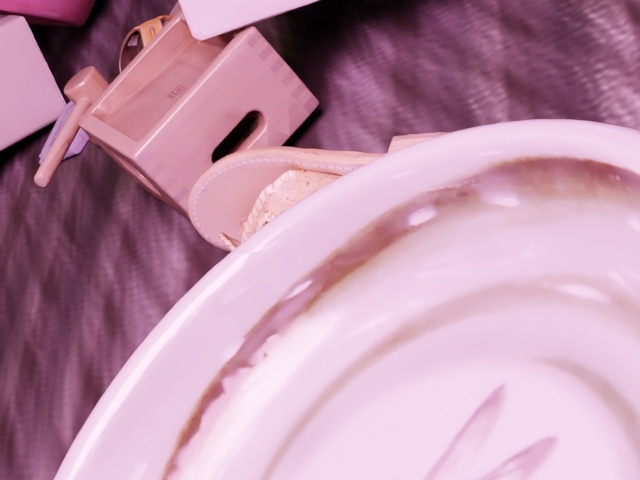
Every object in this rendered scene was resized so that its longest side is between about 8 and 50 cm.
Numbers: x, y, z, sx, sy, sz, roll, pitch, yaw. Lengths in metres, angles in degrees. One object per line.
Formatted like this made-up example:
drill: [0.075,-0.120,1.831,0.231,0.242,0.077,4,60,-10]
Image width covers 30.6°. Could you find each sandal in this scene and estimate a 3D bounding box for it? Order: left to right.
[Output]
sandal: [-0.163,-0.168,1.080,0.072,0.049,0.180,16,65,53]
sandal: [-0.003,-0.005,0.696,0.240,0.088,0.079,-8,41,35]

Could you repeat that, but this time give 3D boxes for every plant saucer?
plant saucer: [0.034,0.128,0.500,0.400,0.100,0.400,-29,36,24]

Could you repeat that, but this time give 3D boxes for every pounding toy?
pounding toy: [-0.128,-0.083,0.908,0.181,0.094,0.206,-49,33,-8]

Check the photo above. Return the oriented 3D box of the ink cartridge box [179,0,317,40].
ink cartridge box: [-0.016,-0.296,0.927,0.207,0.119,0.353,-17,28,8]

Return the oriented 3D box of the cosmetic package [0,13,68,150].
cosmetic package: [-0.425,-0.106,1.143,0.309,0.113,0.160,-36,28,-26]

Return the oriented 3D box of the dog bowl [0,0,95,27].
dog bowl: [-0.411,-0.324,1.238,0.408,0.408,0.150,15,99,53]

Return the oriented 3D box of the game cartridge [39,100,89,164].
game cartridge: [-0.237,-0.110,1.127,0.056,0.017,0.083,-19,41,38]
